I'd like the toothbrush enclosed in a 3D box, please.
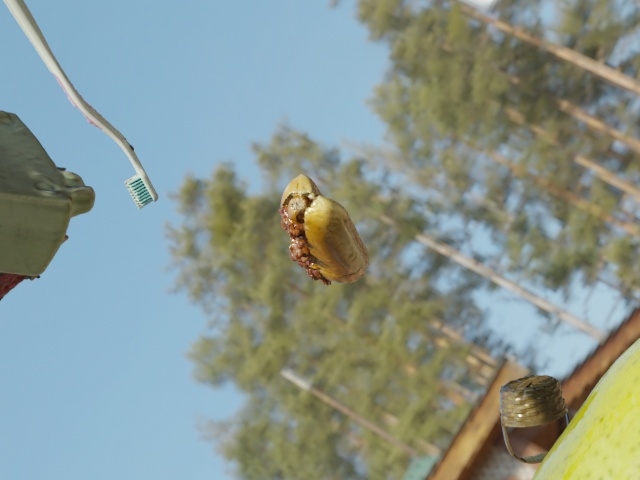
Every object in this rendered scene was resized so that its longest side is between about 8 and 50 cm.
[{"bbox_3d":[-0.174,-0.108,1.043,0.022,0.017,0.204,-37,-67,-13],"label":"toothbrush"}]

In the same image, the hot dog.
[{"bbox_3d":[0.000,0.000,1.728,0.076,0.102,0.249,-51,-17,-8],"label":"hot dog"}]

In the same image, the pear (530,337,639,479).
[{"bbox_3d":[0.229,0.158,0.687,0.294,0.294,0.294,-46,-27,-32],"label":"pear"}]

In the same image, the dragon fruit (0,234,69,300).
[{"bbox_3d":[-0.276,0.010,1.050,0.162,0.083,0.106,-35,-25,18],"label":"dragon fruit"}]

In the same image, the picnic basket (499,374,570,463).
[{"bbox_3d":[0.214,0.181,1.458,0.072,0.072,0.083,-21,-79,-56],"label":"picnic basket"}]

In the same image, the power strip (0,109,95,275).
[{"bbox_3d":[-0.231,-0.034,0.590,0.286,0.080,0.048,8,-61,-38],"label":"power strip"}]
